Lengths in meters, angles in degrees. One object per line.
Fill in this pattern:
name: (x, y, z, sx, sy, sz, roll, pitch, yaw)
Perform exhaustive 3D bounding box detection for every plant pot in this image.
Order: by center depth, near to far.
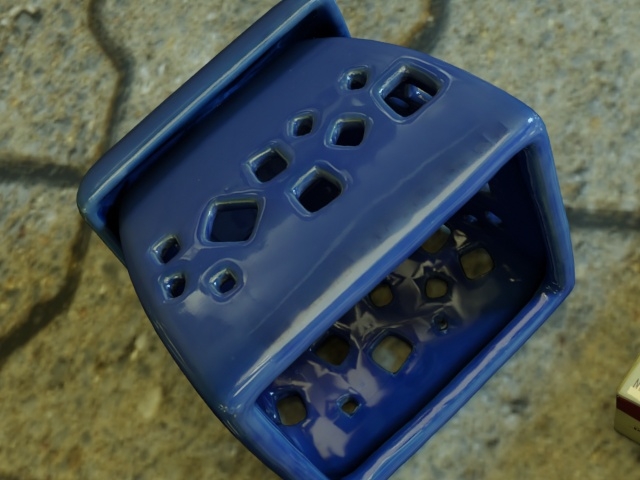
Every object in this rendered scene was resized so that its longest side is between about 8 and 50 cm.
plant pot: (0.000, 0.000, 0.719, 0.236, 0.236, 0.212, -42, 59, -7)

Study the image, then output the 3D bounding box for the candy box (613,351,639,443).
candy box: (0.341, 0.025, 0.707, 0.183, 0.087, 0.316, 30, 76, 23)
